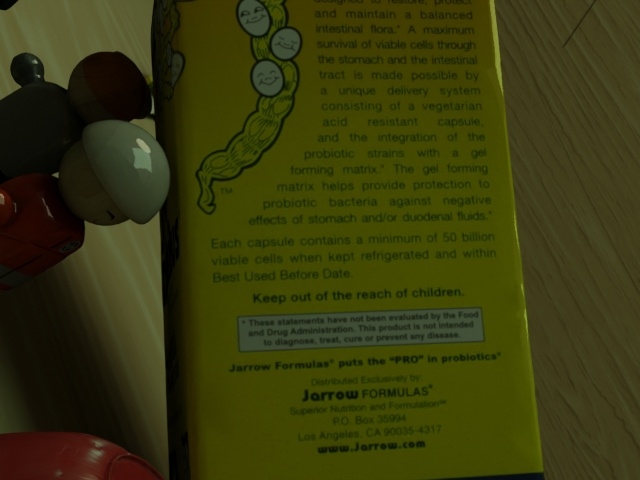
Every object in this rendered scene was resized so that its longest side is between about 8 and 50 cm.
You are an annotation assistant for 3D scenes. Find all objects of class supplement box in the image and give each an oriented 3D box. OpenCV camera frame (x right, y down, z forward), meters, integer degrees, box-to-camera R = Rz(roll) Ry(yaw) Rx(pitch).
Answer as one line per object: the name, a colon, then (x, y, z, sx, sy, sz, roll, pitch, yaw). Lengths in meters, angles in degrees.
supplement box: (0.000, 0.000, 0.744, 0.194, 0.195, 0.356, 129, -42, -73)

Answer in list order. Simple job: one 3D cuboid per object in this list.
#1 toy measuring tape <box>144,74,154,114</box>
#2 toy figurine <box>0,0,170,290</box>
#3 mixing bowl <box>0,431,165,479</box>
toy measuring tape: (-0.146, -0.178, 1.362, 0.121, 0.121, 0.330, 62, 7, 1)
toy figurine: (-0.184, -0.095, 0.662, 0.213, 0.148, 0.209, 57, 8, -26)
mixing bowl: (-0.105, 0.148, 0.496, 0.181, 0.098, 0.181, 59, 8, -13)
